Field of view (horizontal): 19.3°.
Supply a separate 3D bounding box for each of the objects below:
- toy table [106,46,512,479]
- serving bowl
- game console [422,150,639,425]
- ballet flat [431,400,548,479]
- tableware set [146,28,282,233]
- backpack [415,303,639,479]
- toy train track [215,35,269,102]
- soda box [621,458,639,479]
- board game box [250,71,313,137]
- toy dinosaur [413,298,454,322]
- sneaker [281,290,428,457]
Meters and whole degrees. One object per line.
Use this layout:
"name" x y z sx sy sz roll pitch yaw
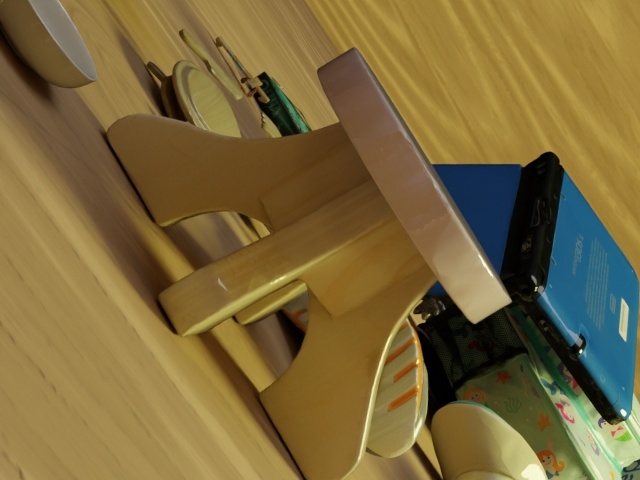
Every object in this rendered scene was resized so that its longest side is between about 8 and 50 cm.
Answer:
"toy table" 0.000 0.000 1.114 0.252 0.161 0.274 60 6 17
"serving bowl" -0.158 -0.117 1.043 0.083 0.027 0.083 58 6 -10
"game console" 0.166 0.043 1.789 0.250 0.173 0.293 54 24 -15
"ballet flat" 0.167 0.244 1.647 0.248 0.086 0.086 55 7 -33
"tableware set" -0.065 -0.060 1.446 0.194 0.039 0.128 47 24 -36
"backpack" 0.221 0.183 1.878 0.225 0.191 0.253 54 13 -38
"toy train track" -0.083 -0.173 1.932 0.083 0.014 0.048 53 14 0
"soda box" 0.334 0.294 1.954 0.098 0.091 0.286 55 42 -16
"board game box" -0.008 -0.081 2.007 0.186 0.026 0.126 62 8 25
"toy dinosaur" 0.166 0.123 2.114 0.313 0.121 0.160 33 -27 47
"sneaker" 0.031 0.084 1.321 0.083 0.084 0.215 60 4 -35
